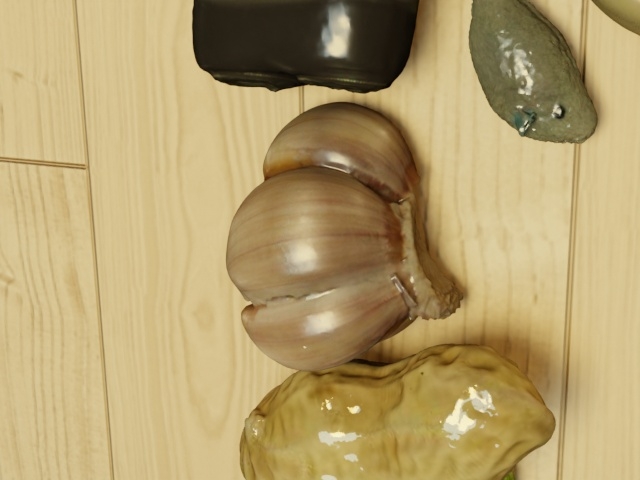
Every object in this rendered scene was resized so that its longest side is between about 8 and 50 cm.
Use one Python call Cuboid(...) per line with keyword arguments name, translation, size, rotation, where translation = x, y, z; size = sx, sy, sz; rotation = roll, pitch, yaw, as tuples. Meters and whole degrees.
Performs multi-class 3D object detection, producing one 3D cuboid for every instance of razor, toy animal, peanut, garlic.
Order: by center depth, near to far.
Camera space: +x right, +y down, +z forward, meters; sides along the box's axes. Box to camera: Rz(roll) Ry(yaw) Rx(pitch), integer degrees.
Cuboid(name="razor", translation=(-0.011, -0.288, 0.789), size=(0.204, 0.113, 0.349), rotation=(11, 105, 34))
Cuboid(name="toy animal", translation=(0.123, -0.172, 0.793), size=(0.079, 0.070, 0.253), rotation=(-45, 79, 12))
Cuboid(name="garlic", translation=(0.000, 0.000, 0.850), size=(0.191, 0.160, 0.214), rotation=(-11, 102, 24))
Cuboid(name="peanut", translation=(0.055, 0.161, 0.862), size=(0.153, 0.140, 0.325), rotation=(45, 137, -21))

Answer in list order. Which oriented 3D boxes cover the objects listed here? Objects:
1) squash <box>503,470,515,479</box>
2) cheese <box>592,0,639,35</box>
Cuboid(name="squash", translation=(0.103, 0.277, 0.933), size=(0.066, 0.066, 0.229), rotation=(41, 119, 11))
Cuboid(name="cheese", translation=(0.219, -0.276, 0.704), size=(0.163, 0.082, 0.286), rotation=(-34, 87, 29))
